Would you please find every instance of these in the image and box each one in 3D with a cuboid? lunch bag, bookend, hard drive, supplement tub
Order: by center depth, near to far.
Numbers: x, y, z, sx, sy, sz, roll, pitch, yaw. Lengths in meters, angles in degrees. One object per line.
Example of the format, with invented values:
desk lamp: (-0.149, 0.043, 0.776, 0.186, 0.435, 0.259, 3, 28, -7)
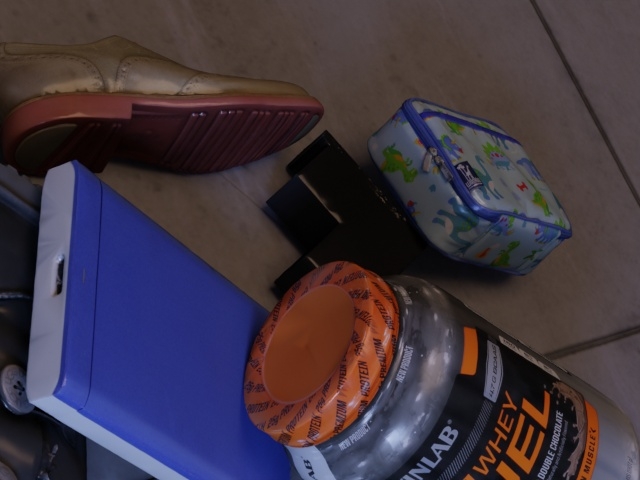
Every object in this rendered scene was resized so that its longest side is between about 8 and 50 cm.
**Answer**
hard drive: (-0.124, 0.099, 1.367, 0.318, 0.040, 0.210, 42, 38, -47)
supplement tub: (0.109, 0.165, 1.453, 0.338, 0.207, 0.207, 32, 47, -30)
bookend: (0.000, 0.000, 1.602, 0.156, 0.072, 0.157, 48, 45, -3)
lunch bag: (0.157, -0.060, 1.711, 0.219, 0.090, 0.176, 13, 39, -51)

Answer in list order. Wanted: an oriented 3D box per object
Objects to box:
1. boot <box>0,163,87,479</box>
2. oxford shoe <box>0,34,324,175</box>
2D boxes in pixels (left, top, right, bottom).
boot: (-0.321, 0.132, 1.210, 0.367, 0.146, 0.445, 27, 52, -31)
oxford shoe: (-0.150, -0.144, 1.551, 0.348, 0.123, 0.130, -1, 58, -39)
